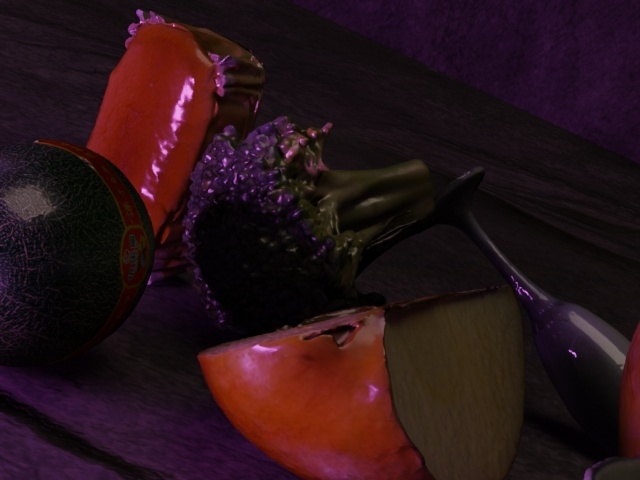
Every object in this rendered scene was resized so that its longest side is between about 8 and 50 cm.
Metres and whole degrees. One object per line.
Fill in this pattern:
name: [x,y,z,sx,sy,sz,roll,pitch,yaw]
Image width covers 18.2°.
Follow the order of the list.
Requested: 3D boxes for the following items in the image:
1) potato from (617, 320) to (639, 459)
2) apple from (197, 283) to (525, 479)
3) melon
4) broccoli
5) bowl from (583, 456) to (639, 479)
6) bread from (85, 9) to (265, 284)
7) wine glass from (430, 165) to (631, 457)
potato: [0.410,0.147,1.640,0.397,0.296,0.290,5,5,-37]
apple: [0.049,0.112,1.609,0.254,0.179,0.346,38,18,16]
melon: [-0.232,0.010,1.581,0.182,0.182,0.288,24,13,13]
broccoli: [0.000,0.000,1.860,0.243,0.263,0.247,-21,57,-28]
bowl: [0.306,0.276,1.344,0.307,0.163,0.307,14,10,-2]
bread: [-0.154,-0.090,1.939,0.136,0.241,0.107,30,15,32]
wine glass: [0.206,0.105,2.015,0.309,0.096,0.264,50,-22,11]
